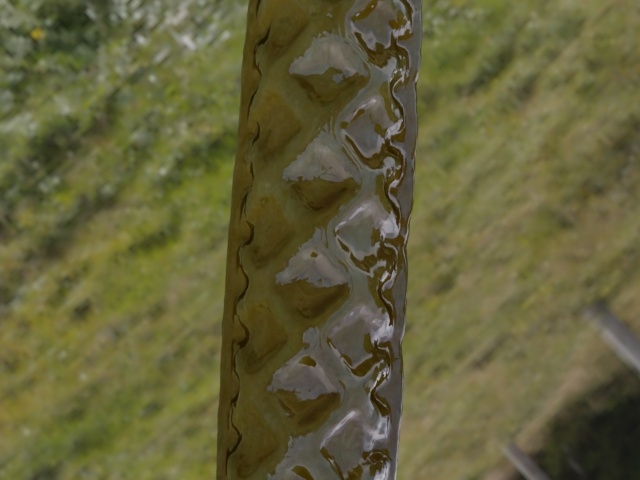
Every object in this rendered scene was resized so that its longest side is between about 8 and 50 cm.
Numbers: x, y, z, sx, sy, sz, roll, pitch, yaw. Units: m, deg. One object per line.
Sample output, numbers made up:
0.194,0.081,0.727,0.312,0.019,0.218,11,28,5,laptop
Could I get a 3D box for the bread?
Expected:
0.001,0.000,0.674,0.077,0.368,0.084,7,175,-22,bread
